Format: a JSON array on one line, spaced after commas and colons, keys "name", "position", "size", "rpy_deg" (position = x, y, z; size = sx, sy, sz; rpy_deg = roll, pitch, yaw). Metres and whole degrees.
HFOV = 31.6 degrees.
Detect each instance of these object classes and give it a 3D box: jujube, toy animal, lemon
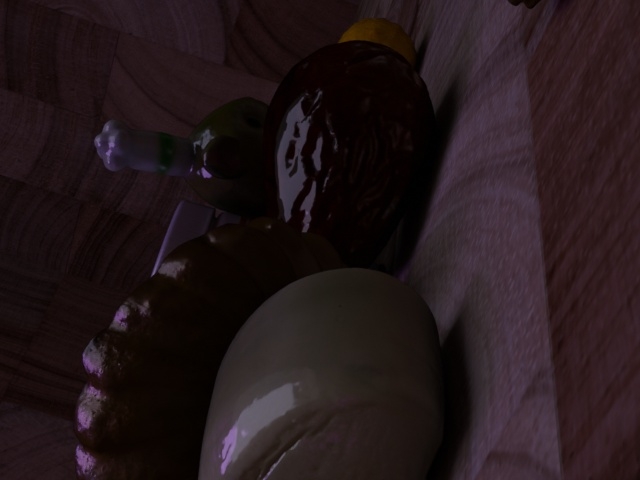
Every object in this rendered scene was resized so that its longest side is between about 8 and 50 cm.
[{"name": "jujube", "position": [0.023, -0.082, 1.173], "size": [0.190, 0.190, 0.255], "rpy_deg": [121, 161, -68]}, {"name": "toy animal", "position": [-0.071, -0.098, 1.343], "size": [0.181, 0.363, 0.180], "rpy_deg": [-2, 65, 44]}, {"name": "lemon", "position": [0.074, -0.242, 1.533], "size": [0.155, 0.114, 0.114], "rpy_deg": [-82, 11, -56]}]

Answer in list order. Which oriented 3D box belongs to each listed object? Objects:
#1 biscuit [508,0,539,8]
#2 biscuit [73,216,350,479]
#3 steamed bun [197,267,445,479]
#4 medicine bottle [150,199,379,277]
[{"name": "biscuit", "position": [0.182, -0.280, 0.858], "size": [0.262, 0.052, 0.277], "rpy_deg": [106, 177, -46]}, {"name": "biscuit", "position": [-0.065, 0.141, 1.004], "size": [0.326, 0.107, 0.325], "rpy_deg": [-24, -57, -42]}, {"name": "steamed bun", "position": [-0.009, 0.150, 0.819], "size": [0.200, 0.155, 0.250], "rpy_deg": [-80, 6, -58]}, {"name": "medicine bottle", "position": [-0.080, 0.107, 1.264], "size": [0.252, 0.241, 0.252], "rpy_deg": [-162, 90, -86]}]
